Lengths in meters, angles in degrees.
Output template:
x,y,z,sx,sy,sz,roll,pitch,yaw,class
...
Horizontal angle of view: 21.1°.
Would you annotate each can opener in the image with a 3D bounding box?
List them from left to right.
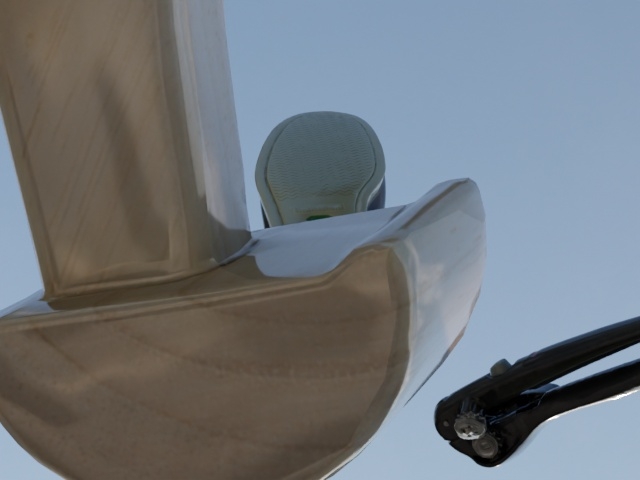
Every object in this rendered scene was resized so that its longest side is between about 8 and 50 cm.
x,y,z,sx,sy,sz,roll,pitch,yaw,class
0.144,0.088,1.061,0.059,0.073,0.186,48,-47,-8,can opener

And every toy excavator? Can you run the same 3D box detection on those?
x,y,z,sx,sy,sz,roll,pitch,yaw,class
-0.002,-0.207,0.408,0.445,0.222,0.433,-37,-91,25,toy excavator

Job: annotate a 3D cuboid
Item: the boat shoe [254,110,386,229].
x,y,z,sx,sy,sz,roll,pitch,yaw,class
0.000,0.000,1.069,0.084,0.233,0.079,1,-51,-3,boat shoe
